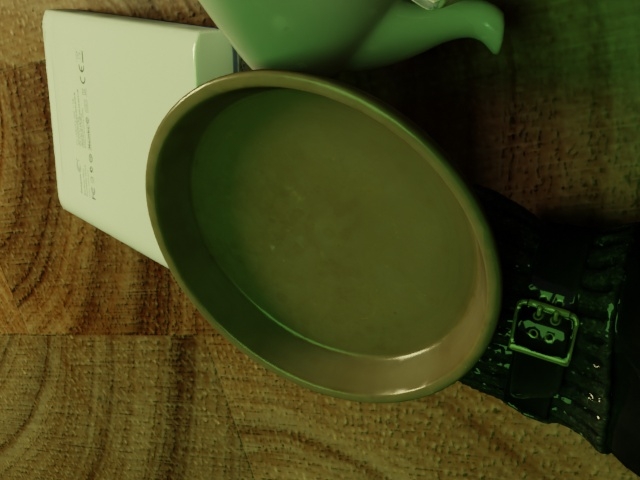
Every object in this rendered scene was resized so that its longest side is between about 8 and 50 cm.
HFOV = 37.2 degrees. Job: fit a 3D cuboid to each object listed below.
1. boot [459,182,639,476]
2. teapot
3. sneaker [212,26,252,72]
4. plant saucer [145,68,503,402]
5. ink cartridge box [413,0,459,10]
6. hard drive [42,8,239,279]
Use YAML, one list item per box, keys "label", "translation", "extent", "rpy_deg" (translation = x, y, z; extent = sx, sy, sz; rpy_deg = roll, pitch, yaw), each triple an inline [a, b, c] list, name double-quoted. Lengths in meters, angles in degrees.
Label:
- label: "boot"
  translation: [0.208, 0.002, 0.661]
  extent: [0.260, 0.131, 0.348]
  rpy_deg: [33, 120, 32]
- label: "teapot"
  translation: [-0.015, -0.247, 0.664]
  extent: [0.187, 0.256, 0.253]
  rpy_deg: [-33, 50, 9]
- label: "sneaker"
  translation: [-0.036, -0.052, 0.834]
  extent: [0.115, 0.105, 0.281]
  rpy_deg: [-2, 111, 38]
- label: "plant saucer"
  translation: [0.000, 0.000, 0.679]
  extent: [0.277, 0.041, 0.278]
  rpy_deg: [17, 131, 20]
- label: "ink cartridge box"
  translation: [0.118, -0.236, 0.544]
  extent: [0.092, 0.218, 0.159]
  rpy_deg: [40, 130, 15]
- label: "hard drive"
  translation: [-0.171, -0.097, 0.874]
  extent: [0.318, 0.040, 0.210]
  rpy_deg: [22, 118, 51]
